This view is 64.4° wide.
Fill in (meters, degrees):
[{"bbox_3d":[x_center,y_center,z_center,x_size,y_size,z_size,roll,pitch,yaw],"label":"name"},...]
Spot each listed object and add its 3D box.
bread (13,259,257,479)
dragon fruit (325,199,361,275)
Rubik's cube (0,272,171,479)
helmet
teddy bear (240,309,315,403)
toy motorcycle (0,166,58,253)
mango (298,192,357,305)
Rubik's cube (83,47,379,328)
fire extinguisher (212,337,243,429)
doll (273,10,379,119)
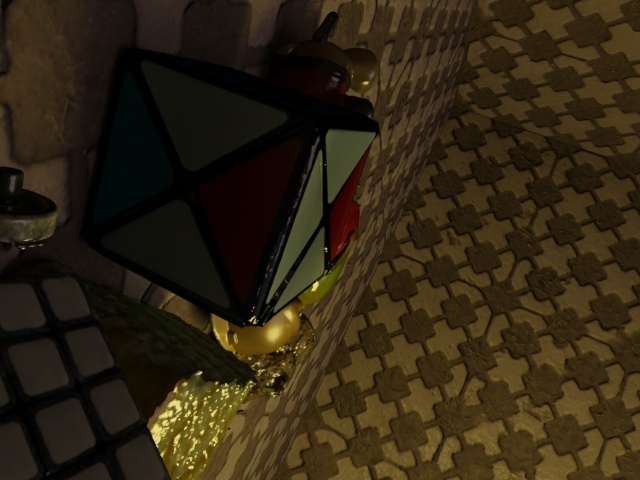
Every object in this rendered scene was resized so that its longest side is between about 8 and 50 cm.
[{"bbox_3d":[-0.243,0.220,0.626,0.264,0.239,0.395,-60,167,-13],"label":"bread"},{"bbox_3d":[-0.035,-0.031,1.016,0.227,0.224,0.224,-55,165,2],"label":"dragon fruit"},{"bbox_3d":[-0.264,0.176,0.311,0.237,0.237,0.238,-33,171,18],"label":"Rubik's cube"},{"bbox_3d":[-0.108,0.137,1.020,0.257,0.140,0.205,67,26,-65],"label":"helmet"},{"bbox_3d":[-0.114,0.278,1.291,0.256,0.156,0.267,-53,159,-45],"label":"teddy bear"},{"bbox_3d":[-0.281,-0.075,0.280,0.275,0.127,0.205,-10,121,-64],"label":"toy motorcycle"},{"bbox_3d":[0.000,0.000,1.262,0.192,0.156,0.343,93,21,-73],"label":"mango"},{"bbox_3d":[-0.098,-0.074,0.640,0.248,0.246,0.250,-24,136,-67],"label":"Rubik's cube"},{"bbox_3d":[-0.215,0.333,1.112,0.075,0.106,0.252,-80,-176,-62],"label":"fire extinguisher"},{"bbox_3d":[-0.028,-0.194,0.839,0.174,0.235,0.330,26,77,-46],"label":"doll"}]
